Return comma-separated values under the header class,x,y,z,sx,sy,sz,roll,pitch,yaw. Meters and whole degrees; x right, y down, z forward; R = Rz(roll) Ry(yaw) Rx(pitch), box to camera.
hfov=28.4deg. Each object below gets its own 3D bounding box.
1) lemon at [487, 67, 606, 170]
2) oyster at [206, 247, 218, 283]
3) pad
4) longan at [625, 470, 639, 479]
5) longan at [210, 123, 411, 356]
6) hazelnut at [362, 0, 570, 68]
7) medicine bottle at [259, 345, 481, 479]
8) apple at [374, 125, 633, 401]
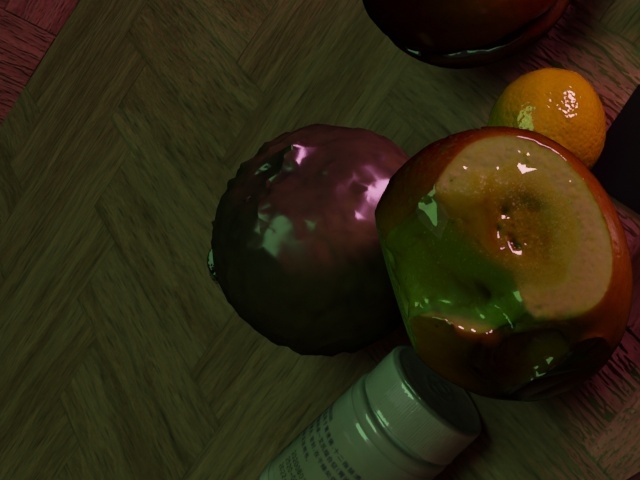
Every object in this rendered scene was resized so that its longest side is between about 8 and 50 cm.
class,x,y,z,sx,sy,sz,roll,pitch,yaw
lemon,0.345,-0.174,1.925,0.178,0.178,0.203,-10,62,46
oyster,-0.075,-0.039,2.373,0.162,0.158,0.351,42,99,6
pad,0.499,-0.115,1.854,0.170,0.006,0.245,-57,39,9
longan,0.427,0.406,1.458,0.297,0.297,0.297,-25,54,39
longan,0.000,0.000,2.064,0.391,0.391,0.391,-25,54,39
hazelnut,0.233,-0.506,2.068,0.402,0.402,0.429,-19,46,42
medicine bottle,0.076,0.328,1.956,0.332,0.190,0.190,-45,43,23
apple,0.249,0.041,1.754,0.374,0.384,0.374,-20,58,34
